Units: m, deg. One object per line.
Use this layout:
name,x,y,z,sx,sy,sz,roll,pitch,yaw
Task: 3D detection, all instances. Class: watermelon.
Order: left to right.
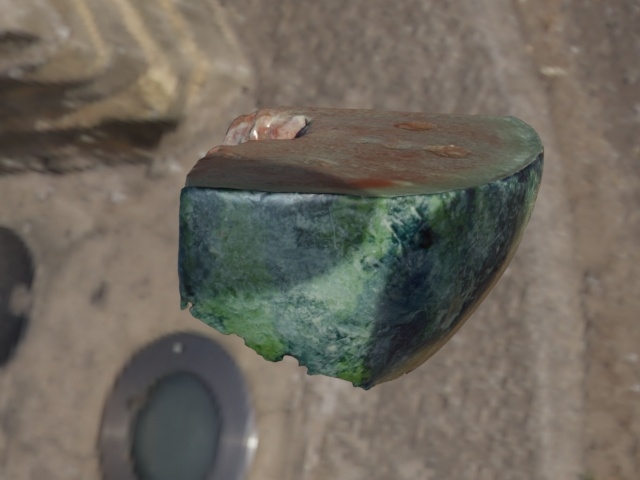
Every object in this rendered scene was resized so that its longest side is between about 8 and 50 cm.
watermelon,0.000,0.000,1.124,0.226,0.318,0.148,22,111,33
